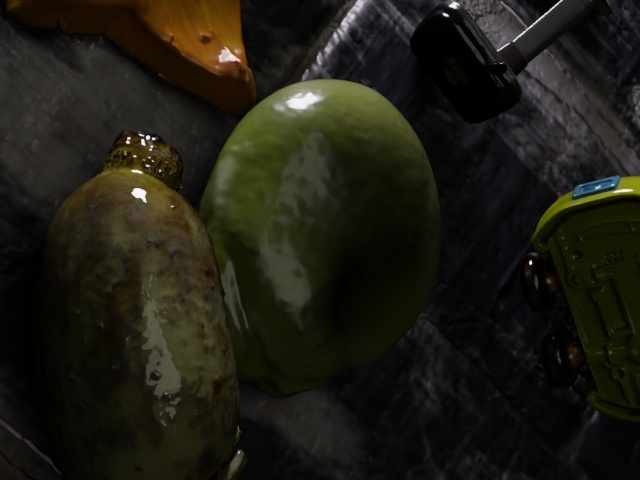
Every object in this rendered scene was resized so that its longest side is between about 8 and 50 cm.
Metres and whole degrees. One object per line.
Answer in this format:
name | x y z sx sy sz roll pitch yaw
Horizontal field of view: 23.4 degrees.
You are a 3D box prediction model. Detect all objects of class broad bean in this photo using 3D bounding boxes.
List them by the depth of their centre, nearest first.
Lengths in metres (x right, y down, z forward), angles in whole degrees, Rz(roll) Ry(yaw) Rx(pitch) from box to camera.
broad bean | 0.000 0.000 1.328 0.238 0.119 0.291 34 65 -27

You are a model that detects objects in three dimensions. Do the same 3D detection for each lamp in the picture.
lamp | 0.183 -0.260 1.507 0.203 0.124 0.283 51 55 -4

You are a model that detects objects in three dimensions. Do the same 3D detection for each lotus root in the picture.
lotus root | -0.147 0.066 1.195 0.173 0.173 0.309 0 75 -34

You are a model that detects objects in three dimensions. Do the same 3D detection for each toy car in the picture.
toy car | 0.309 0.046 1.500 0.142 0.200 0.247 -50 126 -62

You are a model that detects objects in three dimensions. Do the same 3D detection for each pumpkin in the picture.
pumpkin | -0.142 -0.276 1.300 0.258 0.095 0.290 21 71 -43
